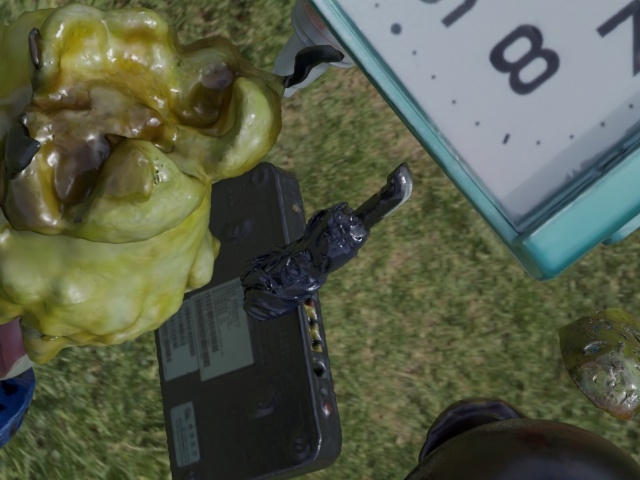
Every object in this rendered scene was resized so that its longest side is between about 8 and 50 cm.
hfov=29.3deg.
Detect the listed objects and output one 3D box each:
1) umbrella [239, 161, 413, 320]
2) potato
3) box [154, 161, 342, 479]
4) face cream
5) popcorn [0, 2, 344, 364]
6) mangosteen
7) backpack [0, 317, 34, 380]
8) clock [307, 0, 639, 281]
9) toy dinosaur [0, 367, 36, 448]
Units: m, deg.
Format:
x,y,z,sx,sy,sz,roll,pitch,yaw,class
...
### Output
x,y,z,sx,sy,sz,roll,pitch,yaw,class
0.004,0.007,1.215,0.071,0.248,0.071,28,44,-31,umbrella
0.309,0.115,1.256,0.119,0.198,0.054,46,116,16,potato
-0.093,0.102,1.377,0.058,0.211,0.350,18,56,-51,box
0.024,-0.243,1.328,0.101,0.252,0.101,27,39,-25,face cream
-0.108,-0.044,0.582,0.174,0.195,0.168,4,58,-27,popcorn
0.128,0.209,0.788,0.210,0.210,0.209,1,87,-20,mangosteen
-0.305,-0.026,1.007,0.283,0.317,0.197,-31,139,-41,backpack
0.119,-0.149,0.513,0.262,0.116,0.231,-39,92,0,clock
-0.298,0.147,1.064,0.076,0.144,0.329,62,30,-27,toy dinosaur
